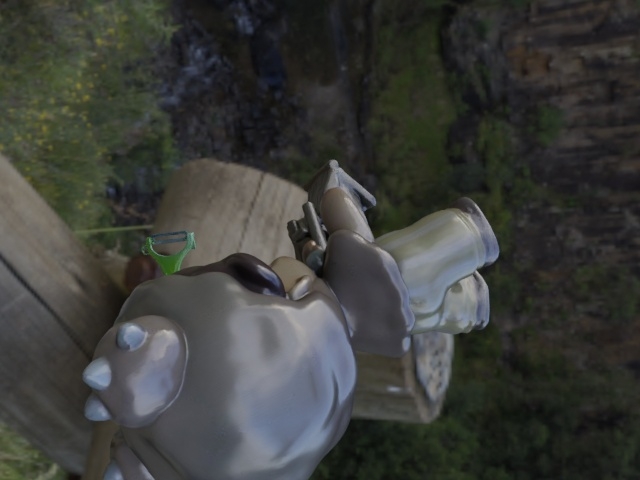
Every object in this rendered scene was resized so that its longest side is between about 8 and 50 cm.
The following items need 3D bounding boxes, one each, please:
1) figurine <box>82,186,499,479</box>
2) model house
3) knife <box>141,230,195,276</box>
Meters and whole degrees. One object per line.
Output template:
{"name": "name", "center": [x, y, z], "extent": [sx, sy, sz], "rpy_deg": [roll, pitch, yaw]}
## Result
{"name": "figurine", "center": [-0.016, 0.089, 0.824], "extent": [0.203, 0.380, 0.248], "rpy_deg": [55, -24, 23]}
{"name": "model house", "center": [0.008, 0.004, 1.322], "extent": [0.229, 0.122, 0.188], "rpy_deg": [126, -45, -61]}
{"name": "knife", "center": [-0.189, 0.072, 1.258], "extent": [0.022, 0.078, 0.166], "rpy_deg": [-16, 100, -66]}
